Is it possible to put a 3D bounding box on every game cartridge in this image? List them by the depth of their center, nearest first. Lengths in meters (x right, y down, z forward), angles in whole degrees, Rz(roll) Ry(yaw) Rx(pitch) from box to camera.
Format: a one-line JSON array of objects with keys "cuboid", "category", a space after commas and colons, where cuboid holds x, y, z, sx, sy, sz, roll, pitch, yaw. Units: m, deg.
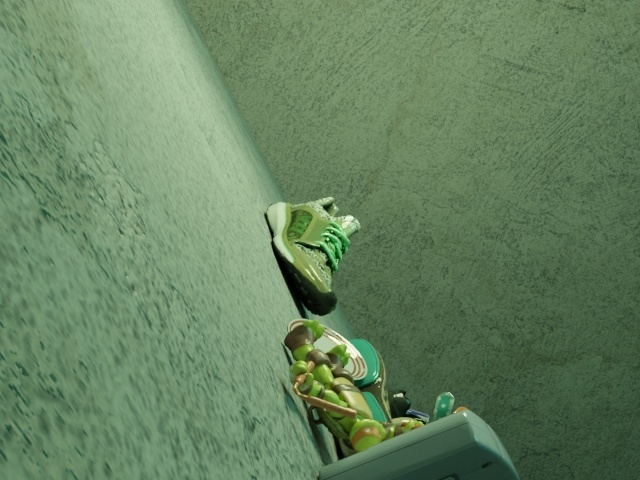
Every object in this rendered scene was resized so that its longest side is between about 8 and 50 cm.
[{"cuboid": [0.135, 0.303, 0.847, 0.297, 0.198, 0.062, 63, 2, -46], "category": "game cartridge"}]

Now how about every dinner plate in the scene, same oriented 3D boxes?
[{"cuboid": [0.009, 0.169, 1.100, 0.141, 0.017, 0.141, 30, 16, -9], "category": "dinner plate"}]

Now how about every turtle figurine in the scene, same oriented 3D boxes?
[{"cuboid": [0.037, 0.206, 0.915, 0.270, 0.087, 0.217, 30, 13, -30], "category": "turtle figurine"}]

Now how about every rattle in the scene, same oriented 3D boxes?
[{"cuboid": [0.162, 0.335, 1.141, 0.130, 0.200, 0.143, 64, 2, 10], "category": "rattle"}]

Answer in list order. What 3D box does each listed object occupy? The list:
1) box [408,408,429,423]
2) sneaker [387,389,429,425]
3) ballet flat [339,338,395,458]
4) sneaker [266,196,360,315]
[{"cuboid": [0.164, 0.387, 1.522, 0.137, 0.126, 0.072, 57, 48, -77], "category": "box"}, {"cuboid": [0.154, 0.391, 1.313, 0.286, 0.130, 0.109, 64, -1, -29], "category": "sneaker"}, {"cuboid": [0.060, 0.264, 1.099, 0.316, 0.108, 0.106, -89, 166, -71], "category": "ballet flat"}, {"cuboid": [0.000, 0.000, 1.530, 0.410, 0.182, 0.158, -113, 177, -59], "category": "sneaker"}]
